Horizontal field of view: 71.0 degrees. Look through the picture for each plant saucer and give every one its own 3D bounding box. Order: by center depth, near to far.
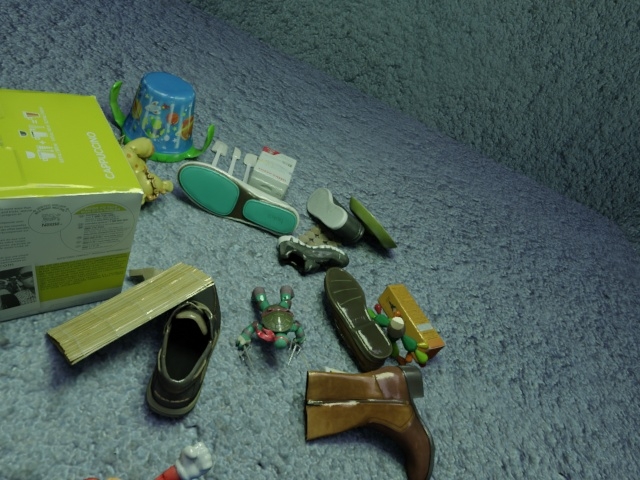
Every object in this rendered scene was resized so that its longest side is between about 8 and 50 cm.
[{"bbox_3d":[0.176,-0.054,1.577,0.241,0.037,0.241,48,2,-2],"label":"plant saucer"}]

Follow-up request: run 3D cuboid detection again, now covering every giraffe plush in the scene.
[{"bbox_3d":[-0.510,-0.180,1.256,0.181,0.210,0.171,-39,97,-21],"label":"giraffe plush"}]

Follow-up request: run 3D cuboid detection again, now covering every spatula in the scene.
[{"bbox_3d":[-0.320,-0.274,1.611,0.168,0.019,0.242,24,37,-17],"label":"spatula"}]

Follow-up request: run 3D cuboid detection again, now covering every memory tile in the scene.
[{"bbox_3d":[0.000,0.000,1.504,0.113,0.012,0.148,40,38,13],"label":"memory tile"}]

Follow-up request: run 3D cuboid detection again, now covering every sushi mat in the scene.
[{"bbox_3d":[-0.391,0.139,0.944,0.316,0.019,0.151,-31,33,-34],"label":"sushi mat"}]

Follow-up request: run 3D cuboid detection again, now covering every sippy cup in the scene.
[{"bbox_3d":[-0.514,-0.414,1.466,0.305,0.224,0.240,-1,45,-34],"label":"sippy cup"}]

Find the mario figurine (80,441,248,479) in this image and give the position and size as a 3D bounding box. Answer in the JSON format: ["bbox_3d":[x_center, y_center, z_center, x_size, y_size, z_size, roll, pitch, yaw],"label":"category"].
[{"bbox_3d":[-0.243,0.429,0.687,0.320,0.170,0.198,19,2,-27],"label":"mario figurine"}]

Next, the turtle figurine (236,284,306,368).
[{"bbox_3d":[-0.109,0.208,1.104,0.175,0.118,0.234,14,33,-20],"label":"turtle figurine"}]

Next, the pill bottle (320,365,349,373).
[{"bbox_3d":[0.054,0.350,1.080,0.116,0.065,0.065,20,37,-12],"label":"pill bottle"}]

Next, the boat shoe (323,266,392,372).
[{"bbox_3d":[0.079,0.216,1.229,0.110,0.105,0.308,-5,49,-26],"label":"boat shoe"}]

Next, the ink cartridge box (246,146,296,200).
[{"bbox_3d":[-0.173,-0.211,1.537,0.128,0.127,0.176,24,36,-9],"label":"ink cartridge box"}]

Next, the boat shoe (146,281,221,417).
[{"bbox_3d":[-0.276,0.198,0.980,0.132,0.130,0.356,16,38,-18],"label":"boat shoe"}]

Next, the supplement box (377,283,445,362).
[{"bbox_3d":[0.268,0.241,1.344,0.080,0.078,0.234,-4,48,-37],"label":"supplement box"}]

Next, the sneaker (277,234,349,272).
[{"bbox_3d":[-0.024,0.061,1.366,0.234,0.078,0.106,16,41,-12],"label":"sneaker"}]

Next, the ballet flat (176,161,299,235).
[{"bbox_3d":[-0.254,-0.131,1.412,0.399,0.139,0.139,24,36,-15],"label":"ballet flat"}]

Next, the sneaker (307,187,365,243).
[{"bbox_3d":[0.053,-0.082,1.579,0.147,0.104,0.296,41,6,-34],"label":"sneaker"}]

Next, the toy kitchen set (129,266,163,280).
[{"bbox_3d":[-0.410,0.114,1.081,0.068,0.075,0.084,36,50,-66],"label":"toy kitchen set"}]

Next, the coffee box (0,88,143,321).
[{"bbox_3d":[-0.603,-0.078,0.912,0.337,0.335,0.338,-9,51,-41],"label":"coffee box"}]

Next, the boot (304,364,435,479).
[{"bbox_3d":[0.105,0.417,0.997,0.280,0.096,0.265,0,80,-17],"label":"boot"}]

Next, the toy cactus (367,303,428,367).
[{"bbox_3d":[0.213,0.248,1.223,0.112,0.181,0.219,-35,66,-12],"label":"toy cactus"}]
